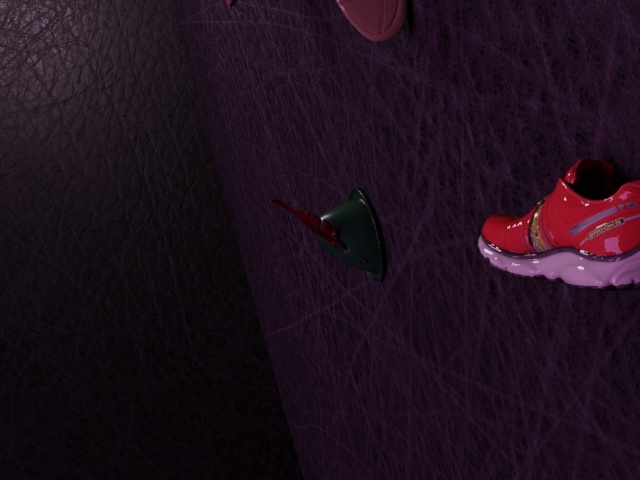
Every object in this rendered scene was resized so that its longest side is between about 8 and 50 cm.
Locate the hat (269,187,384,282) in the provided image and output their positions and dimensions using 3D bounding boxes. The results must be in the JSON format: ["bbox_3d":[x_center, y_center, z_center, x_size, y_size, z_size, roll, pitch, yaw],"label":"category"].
[{"bbox_3d":[0.000,0.000,1.581,0.173,0.184,0.208,-157,53,-73],"label":"hat"}]

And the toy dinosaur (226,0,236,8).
[{"bbox_3d":[-0.194,-0.583,1.663,0.200,0.295,0.127,39,143,-14],"label":"toy dinosaur"}]

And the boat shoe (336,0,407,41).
[{"bbox_3d":[0.042,-0.408,1.179,0.285,0.103,0.092,61,-162,-4],"label":"boat shoe"}]

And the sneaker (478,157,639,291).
[{"bbox_3d":[0.247,-0.019,0.825,0.279,0.107,0.118,-169,83,-72],"label":"sneaker"}]
